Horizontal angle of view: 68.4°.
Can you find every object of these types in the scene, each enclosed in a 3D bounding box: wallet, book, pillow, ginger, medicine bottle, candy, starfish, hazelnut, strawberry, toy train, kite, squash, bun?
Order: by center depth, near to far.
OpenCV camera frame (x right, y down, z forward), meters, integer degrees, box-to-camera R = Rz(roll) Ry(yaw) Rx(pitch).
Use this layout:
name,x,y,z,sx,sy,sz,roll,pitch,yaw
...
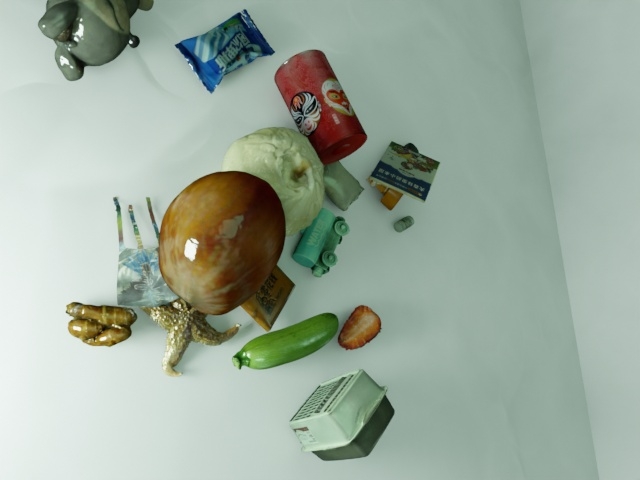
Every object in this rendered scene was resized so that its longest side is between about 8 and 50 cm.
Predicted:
name,x,y,z,sx,sy,sz,roll,pitch,yaw
ginger,-0.524,0.204,1.118,0.162,0.073,0.103,14,54,-28
hazelnut,-0.254,0.002,1.217,0.365,0.365,0.366,13,69,-35
kite,-0.456,0.027,1.233,0.169,0.015,0.310,1,68,-38
starfish,-0.358,0.193,1.260,0.302,0.060,0.299,48,55,-16
squash,-0.088,0.307,1.410,0.395,0.107,0.107,-12,84,-41
wallet,-0.167,0.149,1.416,0.161,0.042,0.195,47,43,-19
bun,-0.124,-0.195,1.456,0.349,0.227,0.352,43,52,-18
candy,-0.302,-0.628,1.546,0.187,0.077,0.331,52,54,-11
toy train,0.000,0.000,1.590,0.159,0.101,0.248,31,57,-9
strawberry,0.123,0.304,1.604,0.188,0.082,0.121,-32,77,-31
pillow,0.062,-0.208,1.704,0.181,0.078,0.134,48,52,-14
book,0.342,-0.279,1.858,0.228,0.018,0.322,25,42,6
medicine bottle,0.337,-0.066,1.899,0.083,0.047,0.047,-27,94,-40

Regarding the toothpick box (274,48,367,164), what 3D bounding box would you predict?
name,x,y,z,sx,sy,sz,roll,pitch,yaw
toothpick box,-0.001,-0.451,1.614,0.204,0.204,0.333,-17,78,-40

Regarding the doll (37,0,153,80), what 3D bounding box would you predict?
name,x,y,z,sx,sy,sz,roll,pitch,yaw
doll,-0.649,-0.607,1.212,0.378,0.252,0.382,17,58,1

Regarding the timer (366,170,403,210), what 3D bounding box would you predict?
name,x,y,z,sx,sy,sz,roll,pitch,yaw
timer,0.252,-0.212,1.848,0.152,0.132,0.132,35,54,2

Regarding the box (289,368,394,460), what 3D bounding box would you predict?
name,x,y,z,sx,sy,sz,roll,pitch,yaw
box,0.061,0.505,1.350,0.166,0.290,0.220,49,51,-1

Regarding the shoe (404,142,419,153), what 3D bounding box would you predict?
name,x,y,z,sx,sy,sz,roll,pitch,yaw
shoe,0.393,-0.322,1.995,0.108,0.093,0.241,31,57,-29
